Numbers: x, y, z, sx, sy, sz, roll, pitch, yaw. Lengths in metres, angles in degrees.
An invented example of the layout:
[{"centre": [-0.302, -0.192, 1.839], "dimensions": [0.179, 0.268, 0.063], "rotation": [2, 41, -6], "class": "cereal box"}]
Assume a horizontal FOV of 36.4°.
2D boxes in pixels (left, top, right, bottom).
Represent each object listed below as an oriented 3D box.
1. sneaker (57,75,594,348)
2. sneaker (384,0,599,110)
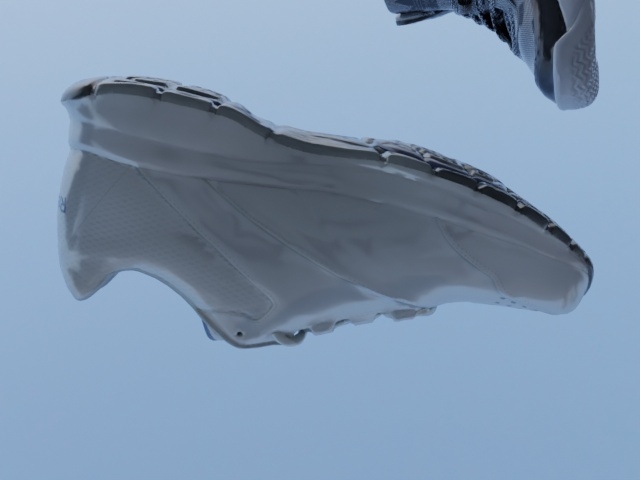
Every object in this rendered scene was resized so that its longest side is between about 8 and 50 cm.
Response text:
[{"centre": [0.000, 0.000, 0.533], "dimensions": [0.297, 0.111, 0.129], "rotation": [14, -81, -4], "class": "sneaker"}, {"centre": [0.127, -0.189, 0.767], "dimensions": [0.153, 0.101, 0.268], "rotation": [-11, -132, 10], "class": "sneaker"}]
